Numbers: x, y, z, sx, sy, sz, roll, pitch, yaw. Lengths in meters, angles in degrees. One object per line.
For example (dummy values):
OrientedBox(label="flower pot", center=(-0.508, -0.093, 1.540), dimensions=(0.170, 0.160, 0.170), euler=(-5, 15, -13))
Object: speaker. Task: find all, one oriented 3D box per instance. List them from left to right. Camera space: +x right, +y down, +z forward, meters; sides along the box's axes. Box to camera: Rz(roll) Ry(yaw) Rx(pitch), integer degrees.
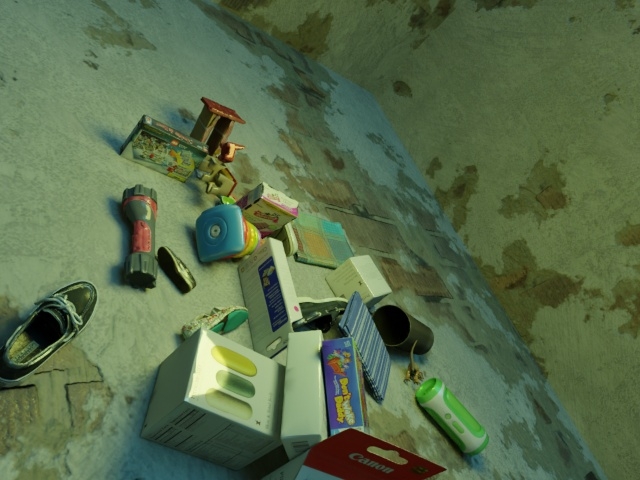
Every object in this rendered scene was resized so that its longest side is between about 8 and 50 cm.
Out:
OrientedBox(label="speaker", center=(0.499, 0.667, 1.878), dimensions=(0.296, 0.131, 0.131), euler=(48, 30, -1))

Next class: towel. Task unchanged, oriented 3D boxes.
OrientedBox(label="towel", center=(0.000, 0.000, 2.078), dimensions=(0.370, 0.040, 0.271), euler=(14, 44, -45))
OrientedBox(label="towel", center=(0.165, 0.374, 1.771), dimensions=(0.336, 0.040, 0.243), euler=(64, 25, -17))

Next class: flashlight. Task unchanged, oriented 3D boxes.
OrientedBox(label="flashlight", center=(-0.504, -0.018, 1.374), dimensions=(0.103, 0.103, 0.304), euler=(2, 50, -19))

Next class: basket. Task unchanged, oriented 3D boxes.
OrientedBox(label="basket", center=(0.343, 0.371, 1.991), dimensions=(0.227, 0.154, 0.204), euler=(31, -1, -40))

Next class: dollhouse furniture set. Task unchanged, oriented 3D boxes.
OrientedBox(label="dollhouse furniture set", center=(-0.343, -0.326, 1.750), dimensions=(0.152, 0.201, 0.374), euler=(14, 28, -43))

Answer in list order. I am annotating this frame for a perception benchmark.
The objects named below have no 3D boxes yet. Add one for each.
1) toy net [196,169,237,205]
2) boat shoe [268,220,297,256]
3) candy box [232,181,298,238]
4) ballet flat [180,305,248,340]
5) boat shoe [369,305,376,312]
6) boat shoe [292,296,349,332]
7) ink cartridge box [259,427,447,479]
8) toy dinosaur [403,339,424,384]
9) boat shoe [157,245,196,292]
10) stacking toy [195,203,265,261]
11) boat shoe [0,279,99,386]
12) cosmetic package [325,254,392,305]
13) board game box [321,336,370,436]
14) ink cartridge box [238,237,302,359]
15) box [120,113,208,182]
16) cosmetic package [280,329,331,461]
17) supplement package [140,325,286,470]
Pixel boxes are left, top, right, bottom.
OrientedBox(label="toy net", center=(-0.366, -0.193, 1.810), dimensions=(0.232, 0.045, 0.122), euler=(56, 31, 13))
OrientedBox(label="boat shoe", center=(-0.152, -0.070, 1.884), dimensions=(0.103, 0.113, 0.302), euler=(0, 54, -46))
OrientedBox(label="candy box", center=(-0.210, -0.089, 1.698), dimensions=(0.159, 0.233, 0.071), euler=(27, 48, -35))
OrientedBox(label="ballet flat", center=(-0.295, 0.224, 1.389), dimensions=(0.077, 0.091, 0.241), euler=(33, 21, 18))
OrientedBox(label="boat shoe", center=(0.204, 0.259, 2.058), dimensions=(0.100, 0.035, 0.035), euler=(60, 4, 26))
OrientedBox(label="boat shoe", center=(-0.005, 0.260, 1.686), dimensions=(0.340, 0.127, 0.113), euler=(15, 54, -55))
OrientedBox(label="ink cartridge box", center=(0.053, 0.581, 1.121), dimensions=(0.308, 0.385, 0.091), euler=(33, 33, -26))
OrientedBox(label="toy dinosaur", center=(0.359, 0.494, 1.927), dimensions=(0.112, 0.064, 0.211), euler=(-74, 154, -42))
OrientedBox(label="boat shoe", center=(-0.414, 0.081, 1.427), dimensions=(0.152, 0.056, 0.049), euler=(59, 25, -1))
OrientedBox(label="stacking toy", center=(-0.259, -0.004, 1.644), dimensions=(0.302, 0.175, 0.166), euler=(22, 57, -62))
OrientedBox(label="boat shoe", center=(-0.569, 0.170, 1.058), dimensions=(0.113, 0.105, 0.306), euler=(45, 30, -8))
OrientedBox(label="cosmetic package", center=(0.151, 0.177, 1.958), dimensions=(0.151, 0.151, 0.184), euler=(-4, 57, -54))
OrientedBox(label="board game box", center=(0.073, 0.401, 1.294), dimensions=(0.347, 0.078, 0.233), euler=(70, 13, -68))
OrientedBox(label="ink cartridge box", center=(-0.154, 0.187, 1.517), dimensions=(0.069, 0.176, 0.371), euler=(21, 40, -40))
OrientedBox(label="box", center=(-0.509, -0.295, 1.624), dimensions=(0.233, 0.159, 0.044), euler=(23, 38, -38))
OrientedBox(label="cosmetic package", center=(-0.012, 0.459, 1.260), dimensions=(0.284, 0.097, 0.377), euler=(-93, 173, -49))
OrientedBox(label="supplement package", center=(-0.237, 0.376, 1.165), dimensions=(0.262, 0.198, 0.199), euler=(33, 34, -25))
